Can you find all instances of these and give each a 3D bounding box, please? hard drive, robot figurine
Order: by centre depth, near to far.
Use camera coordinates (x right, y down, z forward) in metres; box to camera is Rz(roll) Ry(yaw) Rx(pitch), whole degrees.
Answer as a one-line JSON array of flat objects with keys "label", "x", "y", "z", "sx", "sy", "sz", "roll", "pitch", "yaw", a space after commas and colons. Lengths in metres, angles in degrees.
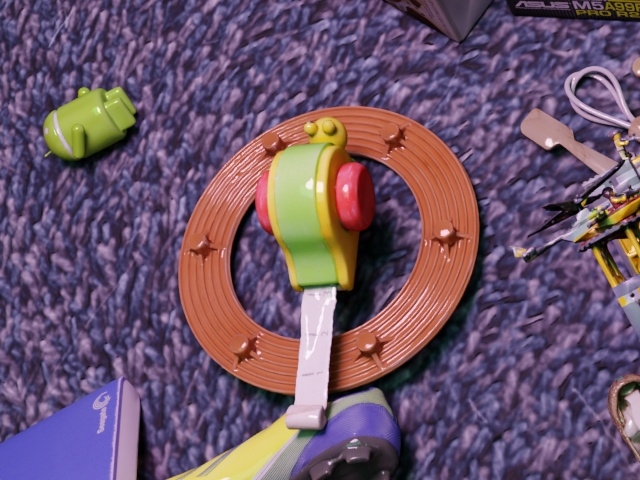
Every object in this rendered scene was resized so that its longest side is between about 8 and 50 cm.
[{"label": "hard drive", "x": -0.334, "y": 0.283, "z": 1.321, "sx": 0.319, "sy": 0.040, "sz": 0.210, "roll": -29, "pitch": 28, "yaw": 10}, {"label": "robot figurine", "x": -0.275, "y": -0.135, "z": 1.494, "sx": 0.115, "sy": 0.067, "sz": 0.101, "roll": -25, "pitch": 37, "yaw": 12}]

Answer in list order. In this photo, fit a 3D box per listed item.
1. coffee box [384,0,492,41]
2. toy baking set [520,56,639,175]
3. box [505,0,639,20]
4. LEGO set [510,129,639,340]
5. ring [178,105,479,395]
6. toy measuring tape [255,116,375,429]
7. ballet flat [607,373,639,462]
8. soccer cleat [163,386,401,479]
[{"label": "coffee box", "x": 0.051, "y": -0.359, "z": 1.389, "sx": 0.297, "sy": 0.168, "sz": 0.119, "roll": 36, "pitch": 87, "yaw": 29}, {"label": "toy baking set", "x": 0.340, "y": -0.114, "z": 1.264, "sx": 0.256, "sy": 0.030, "sz": 0.196, "roll": -25, "pitch": 61, "yaw": 12}, {"label": "box", "x": 0.323, "y": -0.365, "z": 1.341, "sx": 0.216, "sy": 0.060, "sz": 0.270, "roll": 8, "pitch": 75, "yaw": 25}, {"label": "LEGO set", "x": 0.330, "y": -0.040, "z": 1.074, "sx": 0.255, "sy": 0.331, "sz": 0.192, "roll": -33, "pitch": 76, "yaw": 30}, {"label": "ring", "x": 0.000, "y": 0.000, "z": 1.336, "sx": 0.337, "sy": 0.032, "sz": 0.336, "roll": -10, "pitch": 61, "yaw": 19}, {"label": "toy measuring tape", "x": -0.013, "y": 0.014, "z": 1.243, "sx": 0.121, "sy": 0.121, "sz": 0.330, "roll": -4, "pitch": 61, "yaw": 21}, {"label": "ballet flat", "x": 0.321, "y": 0.204, "z": 1.130, "sx": 0.073, "sy": 0.067, "sz": 0.206, "roll": -39, "pitch": 62, "yaw": 5}, {"label": "soccer cleat", "x": -0.051, "y": 0.229, "z": 1.275, "sx": 0.289, "sy": 0.093, "sz": 0.121, "roll": -21, "pitch": 34, "yaw": 18}]
